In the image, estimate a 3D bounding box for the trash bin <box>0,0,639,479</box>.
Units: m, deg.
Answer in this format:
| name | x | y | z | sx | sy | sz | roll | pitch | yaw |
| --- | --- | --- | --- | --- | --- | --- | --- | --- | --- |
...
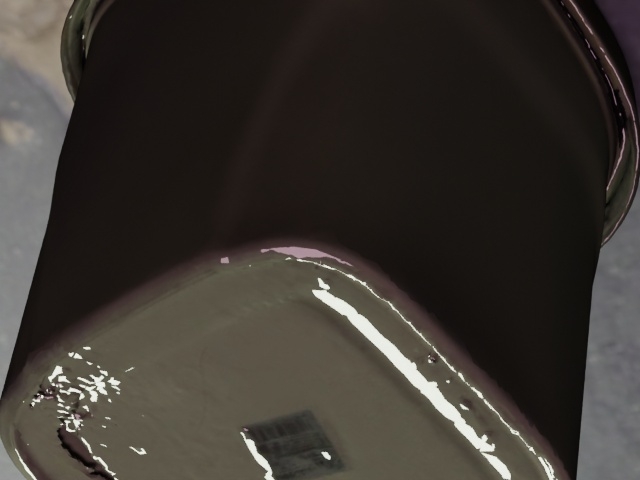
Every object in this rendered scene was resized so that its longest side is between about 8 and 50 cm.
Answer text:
| name | x | y | z | sx | sy | sz | roll | pitch | yaw |
| --- | --- | --- | --- | --- | --- | --- | --- | --- | --- |
| trash bin | 0.000 | 0.000 | 0.729 | 0.220 | 0.250 | 0.219 | -31 | 118 | 28 |
